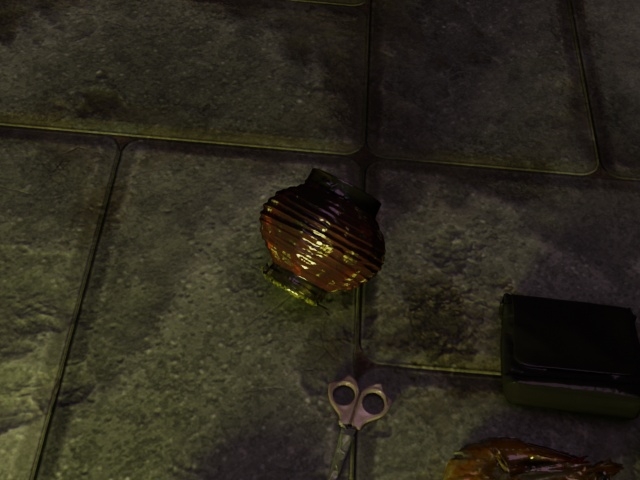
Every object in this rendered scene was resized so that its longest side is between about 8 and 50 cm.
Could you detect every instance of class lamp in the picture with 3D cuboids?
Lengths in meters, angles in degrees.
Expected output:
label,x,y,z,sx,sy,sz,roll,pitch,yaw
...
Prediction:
label,x,y,z,sx,sy,sz,roll,pitch,yaw
lamp,0.000,0.000,1.633,0.247,0.247,0.246,2,52,-3

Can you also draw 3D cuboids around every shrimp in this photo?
label,x,y,z,sx,sy,sz,roll,pitch,yaw
shrimp,0.341,0.376,1.466,0.295,0.062,0.154,-3,46,-6

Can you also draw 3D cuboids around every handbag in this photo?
label,x,y,z,sx,sy,sz,roll,pitch,yaw
handbag,0.434,0.200,1.606,0.247,0.080,0.223,7,44,3

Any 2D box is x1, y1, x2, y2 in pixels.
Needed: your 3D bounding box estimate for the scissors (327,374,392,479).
label,x,y,z,sx,sy,sz,roll,pitch,yaw
scissors,0.044,0.316,1.511,0.110,0.021,0.212,15,51,10
